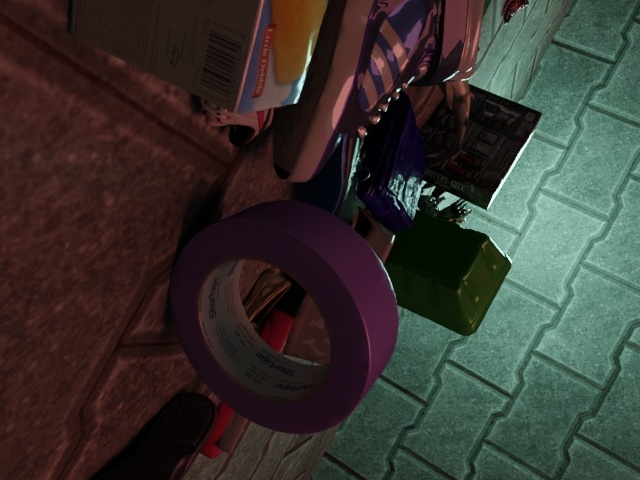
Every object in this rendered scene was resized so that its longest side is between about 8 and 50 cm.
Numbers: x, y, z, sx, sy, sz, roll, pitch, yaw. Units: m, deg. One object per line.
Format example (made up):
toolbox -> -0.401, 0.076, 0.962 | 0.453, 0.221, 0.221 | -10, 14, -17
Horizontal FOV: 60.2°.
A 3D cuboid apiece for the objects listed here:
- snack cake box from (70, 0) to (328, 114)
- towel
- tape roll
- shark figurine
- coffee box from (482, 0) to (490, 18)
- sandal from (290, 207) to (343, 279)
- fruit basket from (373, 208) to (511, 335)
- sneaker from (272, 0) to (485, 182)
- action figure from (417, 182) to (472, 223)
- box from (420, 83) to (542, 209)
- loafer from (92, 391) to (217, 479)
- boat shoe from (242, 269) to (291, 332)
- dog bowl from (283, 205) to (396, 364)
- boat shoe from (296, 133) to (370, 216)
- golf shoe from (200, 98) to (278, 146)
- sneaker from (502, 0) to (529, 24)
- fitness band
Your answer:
snack cake box -> -0.060, -0.234, 0.348 | 0.089, 0.152, 0.264 | -34, 148, -57
towel -> 0.167, -0.148, 1.154 | 0.227, 0.076, 0.308 | -70, 160, -6
tape roll -> -0.049, 0.093, 0.673 | 0.090, 0.275, 0.274 | -36, 149, -55
shark figurine -> 0.266, -0.309, 1.188 | 0.166, 0.116, 0.278 | -38, 125, -28
coffee box -> 0.322, -0.478, 1.220 | 0.113, 0.041, 0.184 | -25, 141, -63
sandal -> 0.000, 0.000, 1.042 | 0.180, 0.049, 0.072 | -54, 161, -23
fruit basket -> 0.302, 0.077, 1.474 | 0.282, 0.392, 0.392 | -56, 162, -16
sneaker -> 0.094, -0.202, 0.693 | 0.237, 0.130, 0.322 | 12, 105, -29
action figure -> 0.344, -0.109, 1.552 | 0.141, 0.163, 0.276 | -24, 180, -2
box -> 0.389, -0.254, 1.416 | 0.307, 0.243, 0.076 | -54, 161, -24
loafer -> -0.256, 0.357, 0.797 | 0.302, 0.109, 0.095 | -48, 162, -44
boat shoe -> -0.107, 0.125, 0.936 | 0.153, 0.048, 0.056 | -58, 162, -10
dog bowl -> 0.048, 0.104, 1.155 | 0.348, 0.102, 0.348 | -61, 173, -13
boat shoe -> 0.035, -0.132, 0.838 | 0.089, 0.109, 0.258 | -27, 146, -43
golf shoe -> -0.086, -0.151, 0.543 | 0.085, 0.068, 0.186 | -58, 163, -5
sneaker -> 0.558, -0.668, 1.560 | 0.047, 0.057, 0.119 | -33, 149, -60
fitness band -> -0.132, 0.257, 0.990 | 0.290, 0.054, 0.209 | -63, -179, 9
